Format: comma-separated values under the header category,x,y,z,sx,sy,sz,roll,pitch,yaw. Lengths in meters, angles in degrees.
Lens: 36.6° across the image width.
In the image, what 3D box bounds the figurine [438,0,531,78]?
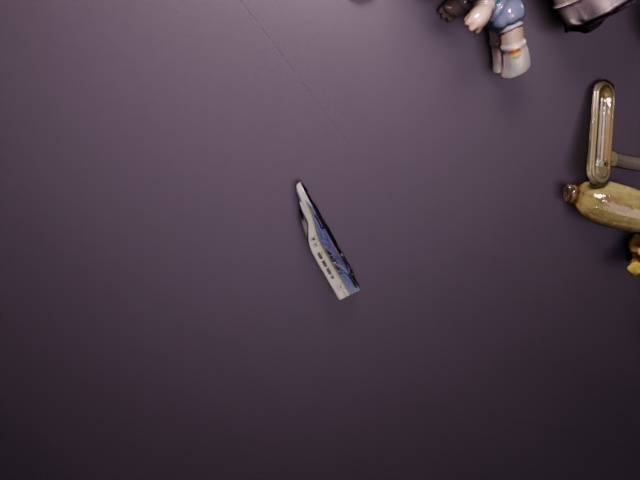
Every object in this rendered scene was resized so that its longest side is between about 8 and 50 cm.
category,x,y,z,sx,sy,sz,roll,pitch,yaw
figurine,0.284,-0.480,1.710,0.205,0.225,0.382,-28,131,2

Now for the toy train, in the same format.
category,x,y,z,sx,sy,sz,roll,pitch,yaw
toy train,0.000,0.000,1.831,0.051,0.052,0.234,-29,104,5

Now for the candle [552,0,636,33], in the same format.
category,x,y,z,sx,sy,sz,roll,pitch,yaw
candle,0.452,-0.542,1.700,0.187,0.187,0.330,-29,101,0

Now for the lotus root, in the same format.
category,x,y,z,sx,sy,sz,roll,pitch,yaw
lotus root,0.555,-0.067,1.858,0.182,0.090,0.077,14,127,5

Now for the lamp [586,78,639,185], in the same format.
category,x,y,z,sx,sy,sz,roll,pitch,yaw
lamp,0.651,-0.208,1.830,0.283,0.124,0.203,-1,93,17

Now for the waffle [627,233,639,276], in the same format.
category,x,y,z,sx,sy,sz,roll,pitch,yaw
waffle,0.766,0.061,1.887,0.261,0.151,0.324,-40,105,6
